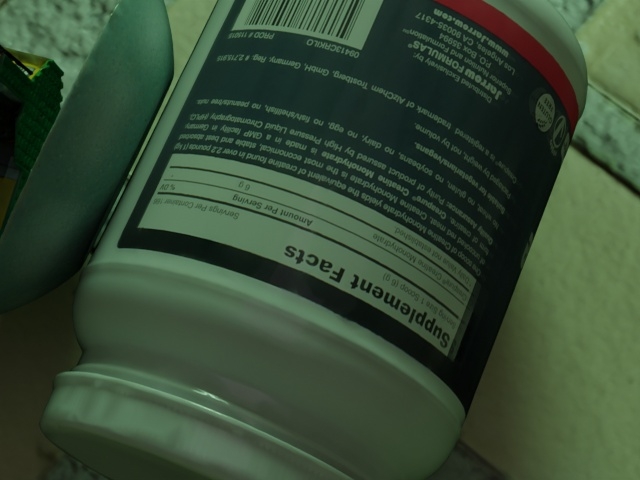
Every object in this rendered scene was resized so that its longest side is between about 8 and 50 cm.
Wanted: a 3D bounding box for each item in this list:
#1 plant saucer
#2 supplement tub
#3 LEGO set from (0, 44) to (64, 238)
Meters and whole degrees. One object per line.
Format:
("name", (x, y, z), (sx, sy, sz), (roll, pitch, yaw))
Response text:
("plant saucer", (-0.112, -0.041, 0.740), (0.037, 0.195, 0.195), (27, 71, -7))
("supplement tub", (0.000, 0.000, 0.718), (0.191, 0.191, 0.272), (21, 72, 8))
("LEGO set", (-0.268, -0.037, 0.687), (0.192, 0.331, 0.255), (16, 91, 8))
